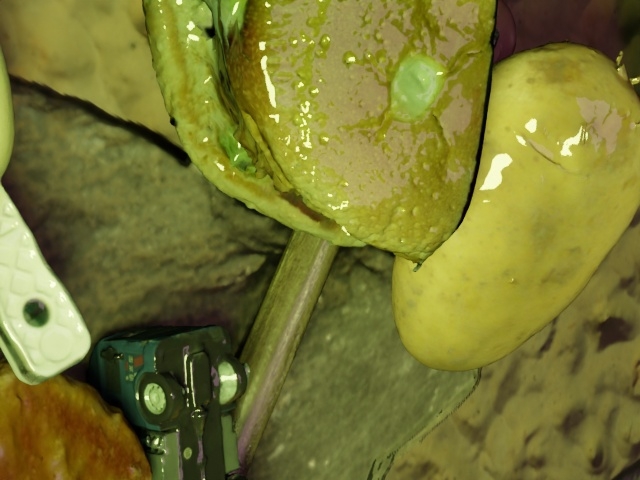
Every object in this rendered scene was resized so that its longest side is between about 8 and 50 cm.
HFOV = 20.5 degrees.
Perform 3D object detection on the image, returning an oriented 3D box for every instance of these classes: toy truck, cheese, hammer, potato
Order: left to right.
[{"bbox_3d":[-0.189,-0.035,0.921,0.127,0.050,0.235,-34,98,-32],"label":"cheese"},{"bbox_3d":[-0.089,0.151,1.071,0.074,0.088,0.202,-12,101,-46],"label":"toy truck"},{"bbox_3d":[0.000,0.000,1.163,0.111,0.043,0.365,25,82,-10],"label":"hammer"},{"bbox_3d":[0.126,-0.024,1.145,0.161,0.128,0.235,-6,125,-17],"label":"potato"}]

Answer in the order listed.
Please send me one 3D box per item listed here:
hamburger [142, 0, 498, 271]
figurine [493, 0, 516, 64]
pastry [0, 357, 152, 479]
[{"bbox_3d":[-0.009,-0.134,1.045,0.192,0.167,0.288,6,94,-25],"label":"hamburger"},{"bbox_3d":[0.105,-0.143,1.251,0.067,0.083,0.071,10,111,-11],"label":"figurine"},{"bbox_3d":[-0.186,0.176,0.960,0.218,0.100,0.229,17,78,-50],"label":"pastry"}]
